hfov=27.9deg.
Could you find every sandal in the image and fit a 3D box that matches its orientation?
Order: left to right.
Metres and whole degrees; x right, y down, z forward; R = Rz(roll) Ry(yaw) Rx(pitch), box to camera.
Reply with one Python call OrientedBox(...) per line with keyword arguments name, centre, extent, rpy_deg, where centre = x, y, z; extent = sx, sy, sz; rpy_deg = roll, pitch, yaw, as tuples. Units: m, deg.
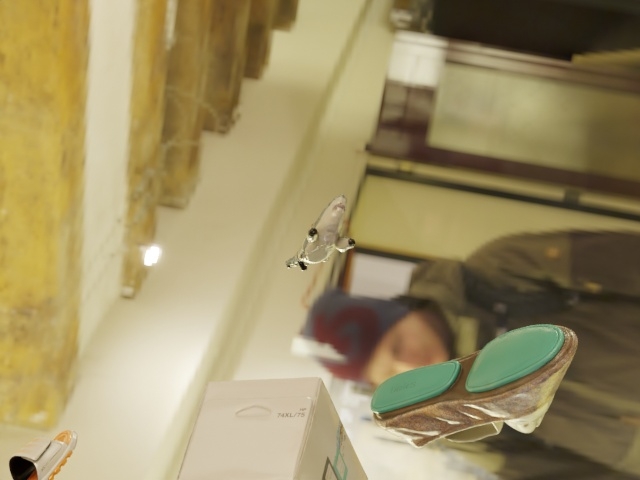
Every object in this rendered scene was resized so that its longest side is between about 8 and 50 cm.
OrientedBox(name="sandal", centre=(-0.532, 0.423, 2.337), extent=(0.102, 0.076, 0.265), rpy_deg=(-31, 19, 39))

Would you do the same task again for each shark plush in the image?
OrientedBox(name="shark plush", centre=(0.000, 0.000, 1.881), extent=(0.161, 0.073, 0.067), rpy_deg=(119, 154, -54))

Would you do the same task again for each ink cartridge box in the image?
OrientedBox(name="ink cartridge box", centre=(-0.068, 0.372, 2.008), extent=(0.197, 0.198, 0.270), rpy_deg=(-74, -29, -43))

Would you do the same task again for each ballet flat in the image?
OrientedBox(name="ballet flat", centre=(0.194, 0.176, 1.477), extent=(0.316, 0.106, 0.107), rpy_deg=(-23, 27, 49))
